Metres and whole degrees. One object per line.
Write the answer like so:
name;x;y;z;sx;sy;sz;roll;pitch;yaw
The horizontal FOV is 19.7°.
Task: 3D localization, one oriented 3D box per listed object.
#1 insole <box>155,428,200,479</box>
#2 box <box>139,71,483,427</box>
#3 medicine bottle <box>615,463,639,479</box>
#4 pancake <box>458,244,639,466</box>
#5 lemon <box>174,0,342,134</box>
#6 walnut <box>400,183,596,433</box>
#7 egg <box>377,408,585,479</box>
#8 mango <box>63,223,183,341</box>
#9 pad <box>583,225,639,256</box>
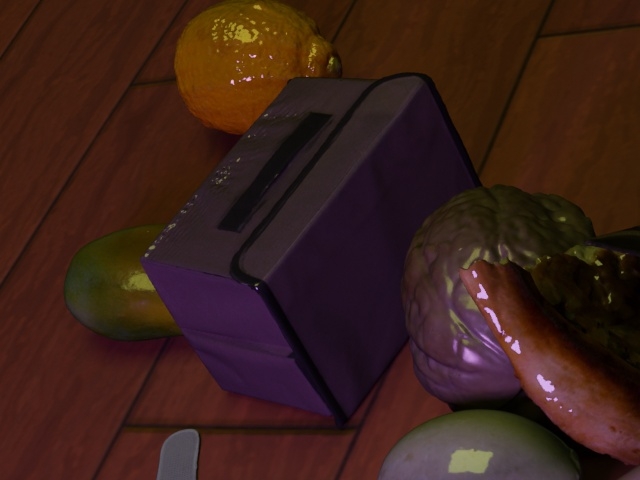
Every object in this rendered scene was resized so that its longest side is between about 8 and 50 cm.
insole;-0.117;0.209;1.512;0.053;0.002;0.153;-18;36;15
box;0.000;0.000;1.541;0.153;0.188;0.252;10;53;39
medicine bottle;0.299;0.173;1.116;0.290;0.178;0.178;-33;35;-6
pancake;0.233;0.085;1.267;0.257;0.056;0.212;-12;70;-28
lemon;-0.064;-0.173;1.837;0.187;0.142;0.142;1;45;27
walnut;0.145;0.043;1.393;0.178;0.178;0.230;-19;29;14
egg;0.112;0.176;1.297;0.152;0.114;0.114;-11;39;24
mango;-0.147;0.040;1.684;0.191;0.086;0.122;3;35;24
pad;0.367;-0.008;1.286;0.330;0.004;0.220;-13;19;-42
